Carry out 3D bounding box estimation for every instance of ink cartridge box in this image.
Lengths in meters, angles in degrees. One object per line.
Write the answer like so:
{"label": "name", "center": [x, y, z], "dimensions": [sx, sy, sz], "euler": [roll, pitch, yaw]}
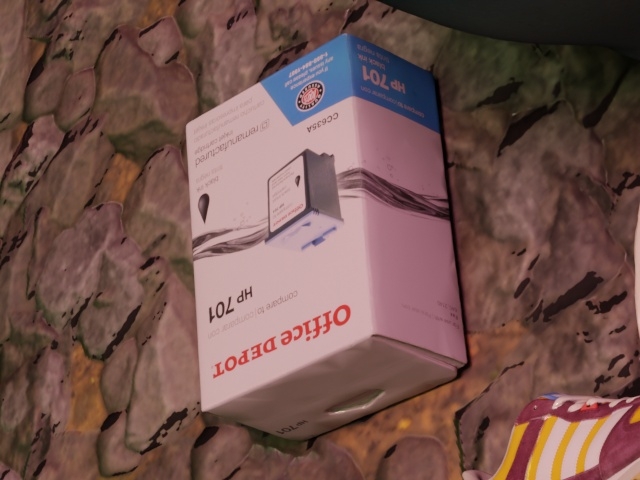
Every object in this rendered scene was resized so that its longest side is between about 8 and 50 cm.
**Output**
{"label": "ink cartridge box", "center": [0.000, 0.000, 1.116], "dimensions": [0.139, 0.082, 0.190], "euler": [-27, 55, 36]}

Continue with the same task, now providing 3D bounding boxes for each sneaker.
{"label": "sneaker", "center": [0.139, 0.095, 0.940], "dimensions": [0.185, 0.069, 0.084], "euler": [-41, 54, 25]}

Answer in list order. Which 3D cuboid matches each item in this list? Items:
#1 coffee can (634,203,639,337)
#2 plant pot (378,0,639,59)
{"label": "coffee can", "center": [0.286, 0.012, 0.724], "dimensions": [0.275, 0.201, 0.201], "euler": [0, 74, 46]}
{"label": "plant pot", "center": [0.120, -0.214, 0.950], "dimensions": [0.272, 0.255, 0.271], "euler": [-20, 61, 40]}
